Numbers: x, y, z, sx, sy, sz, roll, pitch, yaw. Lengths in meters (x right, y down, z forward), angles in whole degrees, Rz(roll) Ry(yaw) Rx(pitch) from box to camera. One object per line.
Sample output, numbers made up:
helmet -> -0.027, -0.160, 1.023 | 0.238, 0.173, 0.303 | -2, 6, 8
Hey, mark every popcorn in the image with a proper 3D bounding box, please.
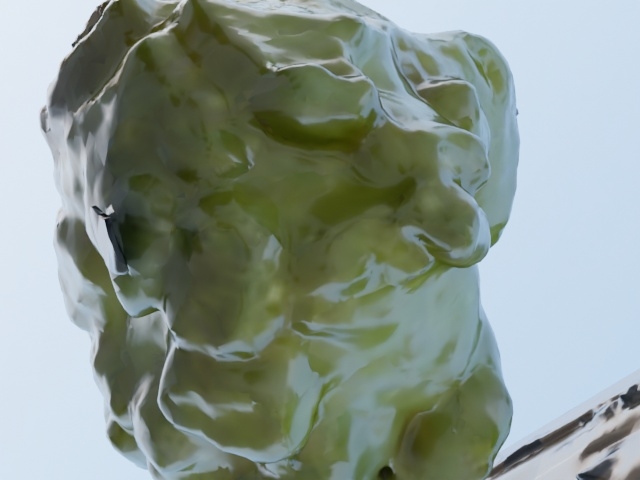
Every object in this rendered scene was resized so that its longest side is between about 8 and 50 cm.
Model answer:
popcorn -> -0.011, 0.001, 0.447 | 0.173, 0.142, 0.174 | -170, -90, -76

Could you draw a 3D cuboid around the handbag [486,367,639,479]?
handbag -> 0.192, 0.200, 0.761 | 0.283, 0.149, 0.302 | 46, -44, -1
